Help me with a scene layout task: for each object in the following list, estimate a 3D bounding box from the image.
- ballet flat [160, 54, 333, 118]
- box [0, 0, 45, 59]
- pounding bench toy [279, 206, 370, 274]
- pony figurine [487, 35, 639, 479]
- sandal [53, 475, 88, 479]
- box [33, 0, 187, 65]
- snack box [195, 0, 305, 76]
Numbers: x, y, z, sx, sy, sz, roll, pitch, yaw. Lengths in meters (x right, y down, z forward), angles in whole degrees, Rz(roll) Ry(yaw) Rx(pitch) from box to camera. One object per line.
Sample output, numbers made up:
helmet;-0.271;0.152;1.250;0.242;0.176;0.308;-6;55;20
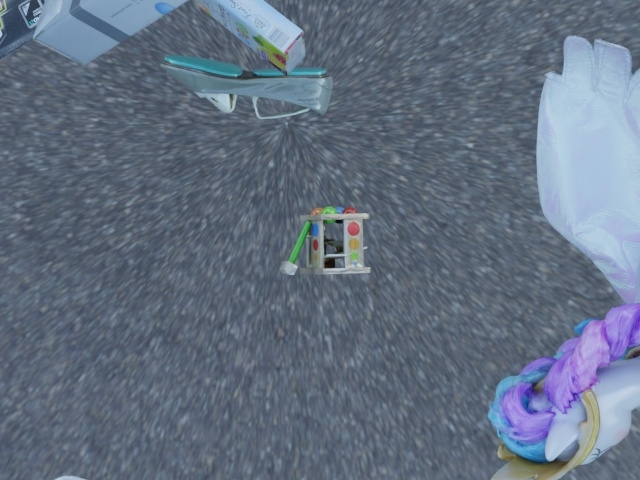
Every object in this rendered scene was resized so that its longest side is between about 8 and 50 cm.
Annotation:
ballet flat;-0.092;-0.185;1.521;0.213;0.072;0.068;4;108;-4
box;-0.244;-0.246;0.950;0.295;0.293;0.073;-38;132;-19
pounding bench toy;0.000;0.000;1.193;0.083;0.052;0.065;-2;90;-27
pony figurine;0.304;0.042;0.934;0.363;0.303;0.351;-9;125;-29
sandal;-0.216;0.366;1.498;0.265;0.076;0.102;26;94;-4
box;-0.079;-0.187;0.653;0.038;0.186;0.145;25;65;-30
snack box;-0.082;-0.252;1.398;0.141;0.100;0.037;39;84;4
